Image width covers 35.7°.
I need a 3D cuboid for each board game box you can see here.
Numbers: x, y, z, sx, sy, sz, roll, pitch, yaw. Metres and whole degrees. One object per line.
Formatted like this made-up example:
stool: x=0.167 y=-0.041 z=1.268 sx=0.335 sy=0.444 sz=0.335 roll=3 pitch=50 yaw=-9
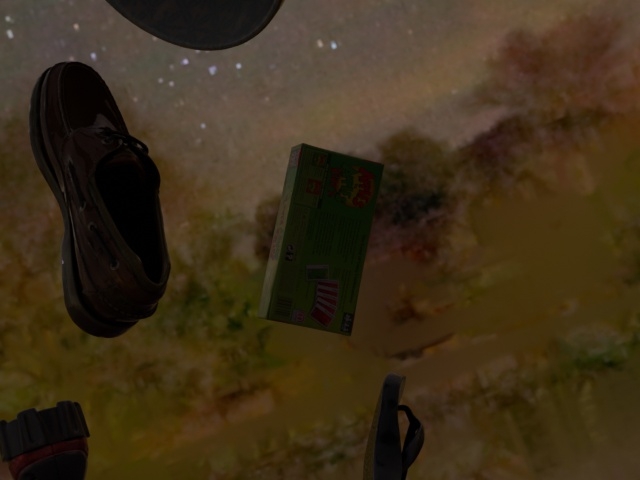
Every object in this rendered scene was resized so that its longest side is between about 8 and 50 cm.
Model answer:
board game box: x=0.000 y=0.000 z=1.022 sx=0.092 sy=0.181 sz=0.043 roll=13 pitch=-5 yaw=-18

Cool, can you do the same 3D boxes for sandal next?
sandal: x=0.077 y=0.238 z=1.040 sx=0.054 sy=0.097 sz=0.254 roll=12 pitch=31 yaw=0

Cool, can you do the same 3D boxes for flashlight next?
flashlight: x=-0.280 y=0.338 z=1.118 sx=0.103 sy=0.304 sz=0.103 roll=-25 pitch=-15 yaw=21

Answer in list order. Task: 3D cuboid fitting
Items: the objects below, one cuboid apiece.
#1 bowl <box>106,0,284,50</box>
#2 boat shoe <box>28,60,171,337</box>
bowl: x=-0.125 y=-0.361 z=1.032 sx=0.289 sy=0.289 sz=0.156 roll=-25 pitch=23 yaw=49
boat shoe: x=-0.206 y=-0.062 z=0.988 sx=0.110 sy=0.307 sz=0.104 roll=4 pitch=-30 yaw=-45
